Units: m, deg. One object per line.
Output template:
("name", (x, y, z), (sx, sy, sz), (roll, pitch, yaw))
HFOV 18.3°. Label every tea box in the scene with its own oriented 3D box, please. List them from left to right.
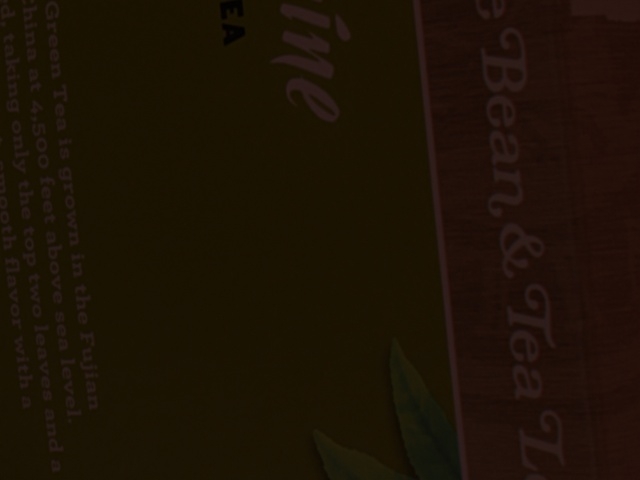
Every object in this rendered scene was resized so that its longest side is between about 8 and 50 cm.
("tea box", (0.039, -0.025, 0.615), (0.324, 0.220, 0.329), (-3, -177, 41))
